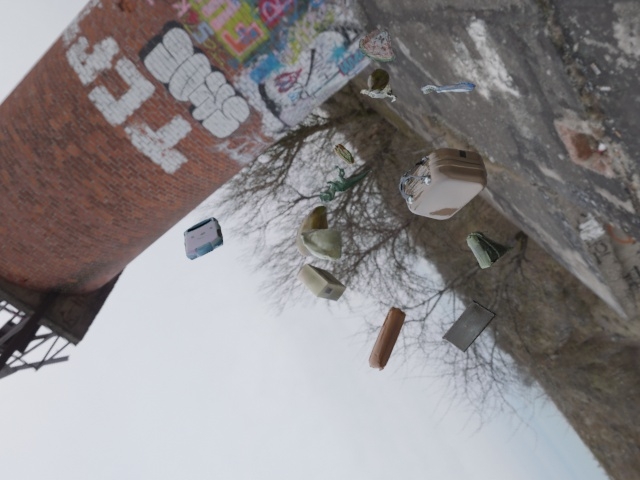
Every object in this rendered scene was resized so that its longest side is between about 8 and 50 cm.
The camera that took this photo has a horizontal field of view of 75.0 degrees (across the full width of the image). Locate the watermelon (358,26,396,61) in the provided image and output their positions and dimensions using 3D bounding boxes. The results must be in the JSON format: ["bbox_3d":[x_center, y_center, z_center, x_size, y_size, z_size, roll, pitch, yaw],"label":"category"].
[{"bbox_3d":[0.268,-0.893,1.881,0.187,0.139,0.071,8,-130,-19],"label":"watermelon"}]

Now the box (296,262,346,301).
[{"bbox_3d":[0.006,0.209,2.076,0.168,0.095,0.212,37,-173,32],"label":"box"}]

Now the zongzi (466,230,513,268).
[{"bbox_3d":[0.478,0.005,1.179,0.109,0.119,0.055,59,161,1],"label":"zongzi"}]

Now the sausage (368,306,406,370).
[{"bbox_3d":[0.296,0.435,1.850,0.086,0.289,0.086,25,170,5],"label":"sausage"}]

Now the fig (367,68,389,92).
[{"bbox_3d":[0.282,-0.791,2.092,0.103,0.109,0.155,29,-129,3],"label":"fig"}]

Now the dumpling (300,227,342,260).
[{"bbox_3d":[0.000,0.000,1.760,0.179,0.131,0.252,10,-150,-10],"label":"dumpling"}]

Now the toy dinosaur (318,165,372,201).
[{"bbox_3d":[0.114,-0.305,1.929,0.383,0.076,0.129,-36,-74,-31],"label":"toy dinosaur"}]

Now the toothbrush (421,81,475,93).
[{"bbox_3d":[0.481,-0.586,1.605,0.042,0.035,0.413,46,-175,-21],"label":"toothbrush"}]

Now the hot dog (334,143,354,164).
[{"bbox_3d":[0.117,-0.418,2.024,0.133,0.056,0.041,46,-158,4],"label":"hot dog"}]

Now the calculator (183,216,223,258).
[{"bbox_3d":[-0.502,-0.014,1.788,0.051,0.173,0.293,65,173,-31],"label":"calculator"}]

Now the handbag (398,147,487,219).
[{"bbox_3d":[0.427,-0.211,1.544,0.283,0.302,0.149,6,-115,-13],"label":"handbag"}]

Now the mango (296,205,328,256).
[{"bbox_3d":[-0.035,-0.045,2.177,0.146,0.316,0.192,39,-135,22],"label":"mango"}]

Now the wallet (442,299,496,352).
[{"bbox_3d":[0.693,0.401,1.950,0.132,0.243,0.039,31,-159,0],"label":"wallet"}]

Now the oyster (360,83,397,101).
[{"bbox_3d":[0.327,-0.848,2.361,0.222,0.083,0.214,15,-171,26],"label":"oyster"}]
